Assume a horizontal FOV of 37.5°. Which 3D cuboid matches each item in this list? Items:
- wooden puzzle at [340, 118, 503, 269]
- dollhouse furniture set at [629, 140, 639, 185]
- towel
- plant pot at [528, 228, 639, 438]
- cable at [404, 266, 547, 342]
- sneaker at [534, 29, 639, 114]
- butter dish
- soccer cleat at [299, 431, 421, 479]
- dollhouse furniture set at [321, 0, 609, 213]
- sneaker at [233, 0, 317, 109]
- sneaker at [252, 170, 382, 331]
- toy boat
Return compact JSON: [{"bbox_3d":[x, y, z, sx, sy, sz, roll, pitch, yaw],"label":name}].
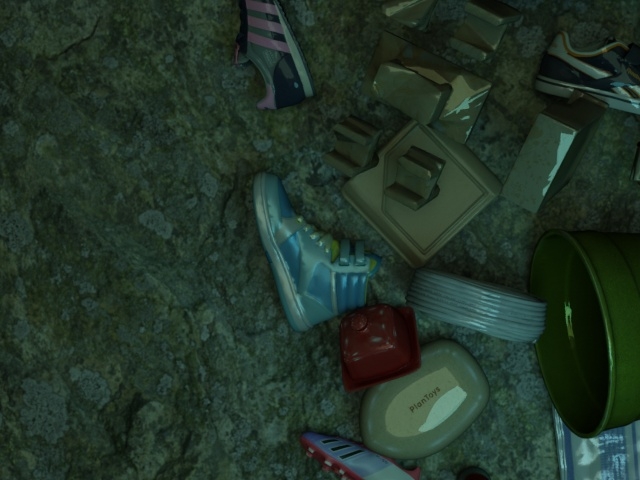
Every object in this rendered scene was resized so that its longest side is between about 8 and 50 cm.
[{"bbox_3d":[0.194,-0.099,1.812,0.239,0.044,0.221,-44,89,2],"label":"wooden puzzle"},{"bbox_3d":[0.751,-0.133,1.684,0.374,0.201,0.152,16,95,10],"label":"dollhouse furniture set"},{"bbox_3d":[0.590,0.379,1.800,0.285,0.034,0.209,-5,94,8],"label":"towel"},{"bbox_3d":[0.598,0.138,1.659,0.353,0.366,0.366,-8,93,-6],"label":"plant pot"},{"bbox_3d":[0.283,0.115,1.706,0.257,0.257,0.089,16,91,11],"label":"cable"},{"bbox_3d":[0.563,-0.298,1.716,0.321,0.126,0.127,15,105,5],"label":"sneaker"},{"bbox_3d":[0.093,0.179,1.760,0.160,0.160,0.118,-20,133,17],"label":"butter dish"},{"bbox_3d":[0.078,0.430,1.844,0.248,0.083,0.095,29,66,8],"label":"soccer cleat"},{"bbox_3d":[0.270,-0.236,1.659,0.394,0.256,0.362,30,116,17],"label":"dollhouse furniture set"},{"bbox_3d":[-0.123,-0.399,1.783,0.131,0.112,0.319,-24,90,3],"label":"sneaker"},{"bbox_3d":[0.000,0.000,1.794,0.208,0.127,0.319,-16,102,8],"label":"sneaker"},{"bbox_3d":[0.225,0.363,1.798,0.267,0.148,0.318,-32,83,1],"label":"toy boat"}]
